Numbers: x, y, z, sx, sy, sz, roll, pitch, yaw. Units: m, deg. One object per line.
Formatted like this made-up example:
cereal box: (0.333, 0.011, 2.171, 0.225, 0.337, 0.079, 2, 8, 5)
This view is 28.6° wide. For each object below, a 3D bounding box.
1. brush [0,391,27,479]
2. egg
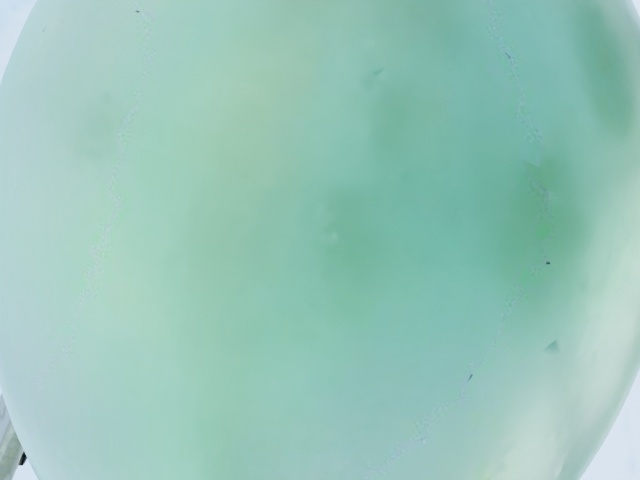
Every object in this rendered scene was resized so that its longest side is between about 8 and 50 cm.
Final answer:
brush: (-0.136, 0.052, 0.614, 0.020, 0.085, 0.336, 30, 67, -26)
egg: (0.000, 0.000, 0.414, 0.220, 0.220, 0.269, 2, 101, -53)
